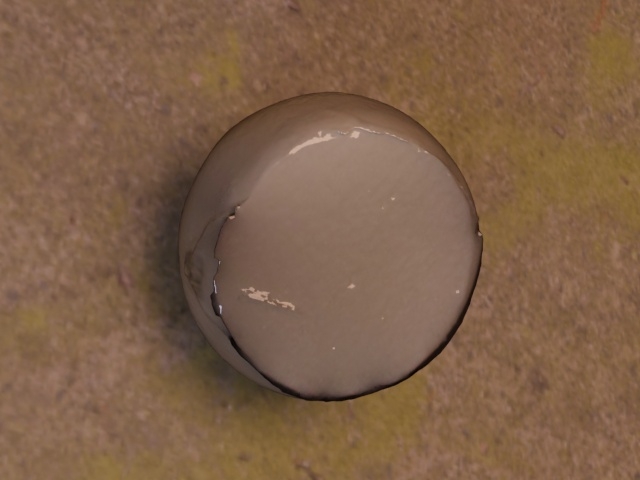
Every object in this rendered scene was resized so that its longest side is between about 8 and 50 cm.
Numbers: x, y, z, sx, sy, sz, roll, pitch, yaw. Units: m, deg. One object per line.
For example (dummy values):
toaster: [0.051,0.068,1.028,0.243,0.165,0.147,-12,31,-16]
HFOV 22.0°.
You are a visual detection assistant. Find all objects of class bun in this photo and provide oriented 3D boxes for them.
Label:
bun: [0.000,0.000,0.929,0.173,0.120,0.172,-5,105,-19]
